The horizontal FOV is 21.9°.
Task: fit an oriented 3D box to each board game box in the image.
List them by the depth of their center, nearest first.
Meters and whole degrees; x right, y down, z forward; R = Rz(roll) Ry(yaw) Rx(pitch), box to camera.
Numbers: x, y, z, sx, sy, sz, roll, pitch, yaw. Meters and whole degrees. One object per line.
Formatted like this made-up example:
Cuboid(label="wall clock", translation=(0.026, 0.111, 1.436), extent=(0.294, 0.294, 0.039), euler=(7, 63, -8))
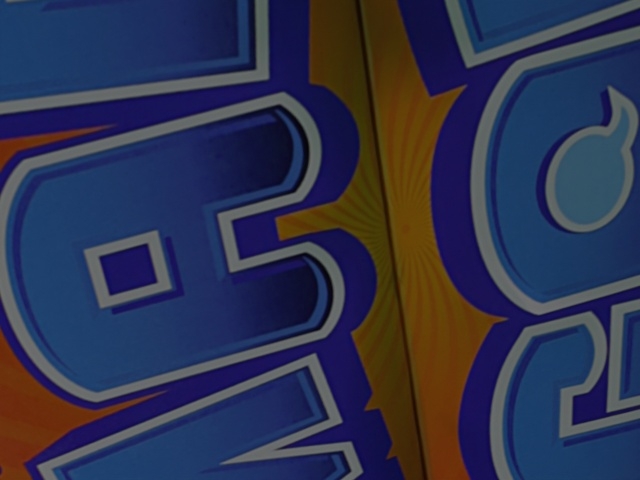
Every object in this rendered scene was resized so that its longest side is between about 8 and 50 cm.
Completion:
Cuboid(label="board game box", translation=(-0.028, -0.105, 0.588), extent=(0.356, 0.356, 0.356), euler=(-115, 12, -51))
